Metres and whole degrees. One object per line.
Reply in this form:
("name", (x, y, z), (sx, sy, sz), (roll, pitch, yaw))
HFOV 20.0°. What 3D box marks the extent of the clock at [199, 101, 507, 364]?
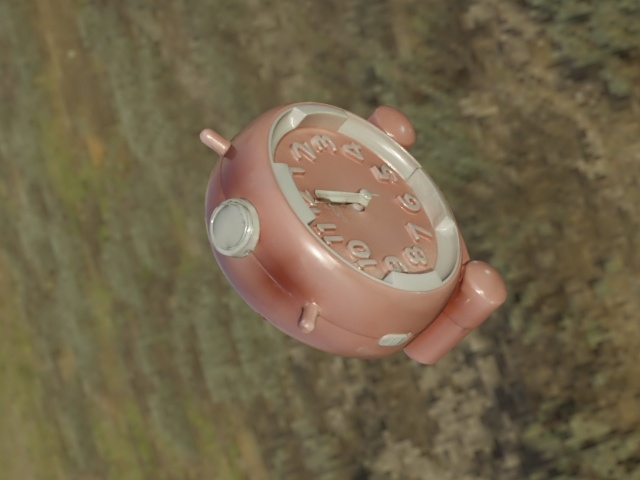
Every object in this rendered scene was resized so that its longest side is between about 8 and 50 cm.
("clock", (0.000, 0.000, 1.491), (0.142, 0.241, 0.227), (-44, 62, 31))
